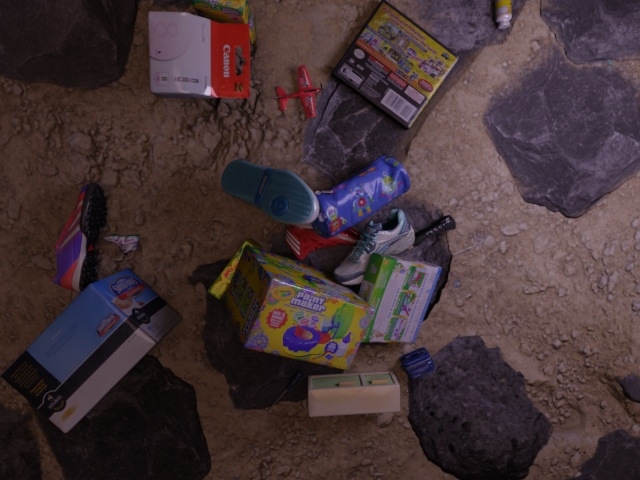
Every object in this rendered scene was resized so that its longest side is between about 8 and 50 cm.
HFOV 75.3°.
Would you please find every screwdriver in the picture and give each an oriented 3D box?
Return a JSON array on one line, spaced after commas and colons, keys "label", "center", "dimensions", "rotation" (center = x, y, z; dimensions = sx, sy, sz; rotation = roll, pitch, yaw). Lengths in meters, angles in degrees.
[{"label": "screwdriver", "center": [-0.110, 0.475, 1.296], "dimensions": [0.025, 0.024, 0.170], "rotation": [29, 102, -34]}]

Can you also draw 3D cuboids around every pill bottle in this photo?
[{"label": "pill bottle", "center": [0.518, -0.649, 1.176], "dimensions": [0.043, 0.043, 0.083], "rotation": [-6, 97, -1]}]

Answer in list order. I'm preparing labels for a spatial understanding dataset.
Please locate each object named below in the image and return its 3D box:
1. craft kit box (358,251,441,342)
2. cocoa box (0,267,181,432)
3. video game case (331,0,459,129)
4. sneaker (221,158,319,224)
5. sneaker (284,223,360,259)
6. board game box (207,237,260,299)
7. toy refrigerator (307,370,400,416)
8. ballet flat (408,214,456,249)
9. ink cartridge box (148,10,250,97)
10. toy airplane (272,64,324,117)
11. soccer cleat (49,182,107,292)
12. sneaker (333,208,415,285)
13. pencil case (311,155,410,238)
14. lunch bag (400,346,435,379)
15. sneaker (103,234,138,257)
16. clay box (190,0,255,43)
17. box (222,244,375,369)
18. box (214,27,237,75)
[{"label": "craft kit box", "center": [0.212, 0.171, 1.185], "dimensions": [0.247, 0.061, 0.249], "rotation": [11, 101, -39]}, {"label": "cocoa box", "center": [-0.613, 0.286, 1.147], "dimensions": [0.347, 0.231, 0.228], "rotation": [-45, 95, 3]}, {"label": "video game case", "center": [0.214, -0.499, 1.188], "dimensions": [0.275, 0.035, 0.248], "rotation": [35, 94, -4]}, {"label": "sneaker", "center": [-0.093, -0.114, 1.114], "dimensions": [0.319, 0.208, 0.127], "rotation": [29, 94, 32]}, {"label": "sneaker", "center": [0.000, 0.000, 1.229], "dimensions": [0.221, 0.087, 0.128], "rotation": [19, 117, -9]}, {"label": "board game box", "center": [-0.248, 0.079, 1.207], "dimensions": [0.043, 0.092, 0.181], "rotation": [37, 94, -4]}, {"label": "toy refrigerator", "center": [0.097, 0.458, 1.257], "dimensions": [0.270, 0.102, 0.094], "rotation": [-2, 96, -1]}, {"label": "ballet flat", "center": [0.326, -0.015, 1.234], "dimensions": [0.173, 0.057, 0.049], "rotation": [-31, 101, 2]}, {"label": "ink cartridge box", "center": [-0.294, -0.447, 1.009], "dimensions": [0.232, 0.066, 0.189], "rotation": [1, 95, 2]}, {"label": "toy airplane", "center": [-0.063, -0.417, 1.190], "dimensions": [0.151, 0.028, 0.151], "rotation": [0, 95, -1]}, {"label": "soccer cleat", "center": [-0.693, -0.013, 1.178], "dimensions": [0.116, 0.108, 0.318], "rotation": [12, 98, 1]}, {"label": "sneaker", "center": [0.137, 0.010, 1.171], "dimensions": [0.283, 0.110, 0.122], "rotation": [-38, 130, -17]}, {"label": "pencil case", "center": [0.100, -0.125, 1.139], "dimensions": [0.306, 0.119, 0.133], "rotation": [-31, 119, -18]}, {"label": "lunch bag", "center": [0.292, 0.373, 1.271], "dimensions": [0.098, 0.067, 0.065], "rotation": [-24, 96, 2]}, {"label": "sneaker", "center": [-0.585, 0.018, 1.215], "dimensions": [0.098, 0.038, 0.069], "rotation": [1, 96, -2]}, {"label": "clay box", "center": [-0.245, -0.581, 1.068], "dimensions": [0.128, 0.222, 0.053], "rotation": [11, 96, -4]}, {"label": "box", "center": [-0.068, 0.168, 1.086], "dimensions": [0.290, 0.279, 0.177], "rotation": [21, 96, -26]}, {"label": "box", "center": [-0.323, -0.474, 1.111], "dimensions": [0.158, 0.156, 0.093], "rotation": [-21, 96, 0]}]
